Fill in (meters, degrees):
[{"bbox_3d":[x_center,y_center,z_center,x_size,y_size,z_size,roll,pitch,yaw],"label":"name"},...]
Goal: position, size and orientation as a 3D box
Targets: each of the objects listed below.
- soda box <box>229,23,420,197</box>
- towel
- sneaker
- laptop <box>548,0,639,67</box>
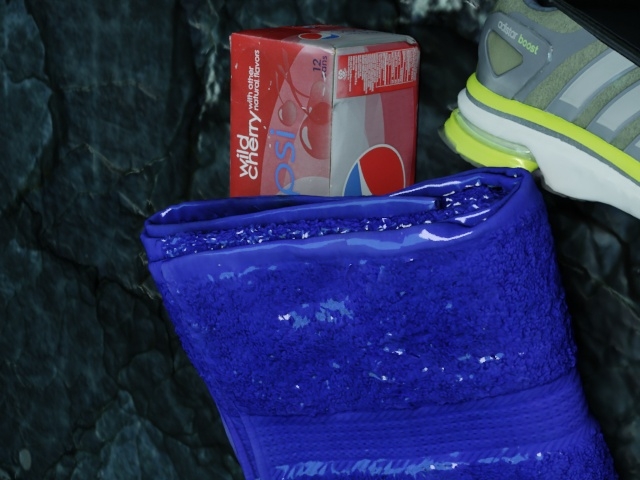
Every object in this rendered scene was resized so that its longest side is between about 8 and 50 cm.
[{"bbox_3d":[0.000,0.000,0.818,0.092,0.083,0.263,17,111,41],"label":"soda box"},{"bbox_3d":[0.041,0.113,0.710,0.227,0.076,0.308,-5,120,29],"label":"towel"},{"bbox_3d":[0.183,-0.067,0.602,0.300,0.111,0.121,21,111,39],"label":"sneaker"},{"bbox_3d":[0.224,0.022,0.443,0.136,0.234,0.265,163,100,-67],"label":"laptop"}]
